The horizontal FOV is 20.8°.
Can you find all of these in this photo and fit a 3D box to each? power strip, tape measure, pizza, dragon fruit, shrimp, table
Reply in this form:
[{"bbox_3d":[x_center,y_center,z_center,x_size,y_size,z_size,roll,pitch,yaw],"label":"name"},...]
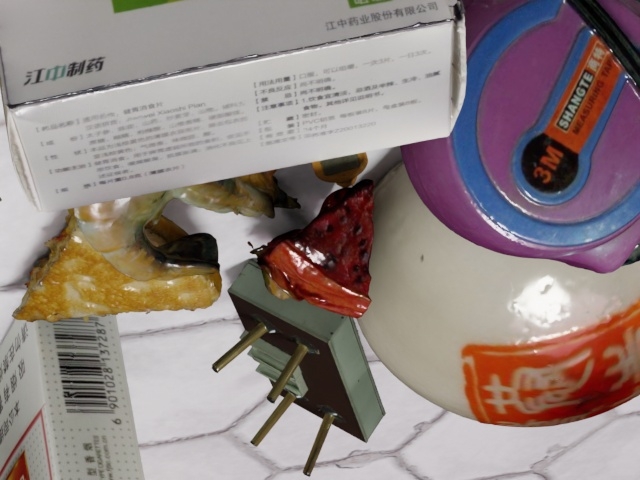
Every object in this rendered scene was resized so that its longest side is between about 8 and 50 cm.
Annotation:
[{"bbox_3d":[0.009,-0.094,1.517,0.049,0.028,0.178,-16,148,2],"label":"power strip"},{"bbox_3d":[0.188,-0.093,1.395,0.245,0.231,0.149,29,178,-16],"label":"tape measure"},{"bbox_3d":[-0.204,0.023,1.591,0.199,0.062,0.188,-22,136,24],"label":"pizza"},{"bbox_3d":[-0.019,0.001,1.575,0.092,0.122,0.192,5,-179,-14],"label":"dragon fruit"},{"bbox_3d":[-0.111,-0.023,1.496,0.254,0.059,0.145,28,88,-50],"label":"shrimp"},{"bbox_3d":[-0.029,0.141,1.750,0.111,0.122,0.240,-54,154,-19],"label":"table"}]

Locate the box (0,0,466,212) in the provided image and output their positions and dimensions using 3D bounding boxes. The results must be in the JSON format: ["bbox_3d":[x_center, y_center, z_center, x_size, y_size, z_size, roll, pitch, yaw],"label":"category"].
[{"bbox_3d":[-0.067,-0.153,1.253,0.333,0.173,0.145,-12,150,-4],"label":"box"}]

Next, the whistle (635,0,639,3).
[{"bbox_3d":[0.334,-0.198,1.429,0.186,0.039,0.039,-4,153,22],"label":"whistle"}]

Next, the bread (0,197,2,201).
[{"bbox_3d":[-0.345,-0.083,1.238,0.204,0.162,0.262,22,145,11],"label":"bread"}]

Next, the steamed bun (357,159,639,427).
[{"bbox_3d":[0.218,0.040,1.622,0.375,0.241,0.374,-13,148,-8],"label":"steamed bun"}]

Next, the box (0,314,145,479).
[{"bbox_3d":[-0.247,0.243,1.658,0.095,0.330,0.210,3,145,-28],"label":"box"}]
